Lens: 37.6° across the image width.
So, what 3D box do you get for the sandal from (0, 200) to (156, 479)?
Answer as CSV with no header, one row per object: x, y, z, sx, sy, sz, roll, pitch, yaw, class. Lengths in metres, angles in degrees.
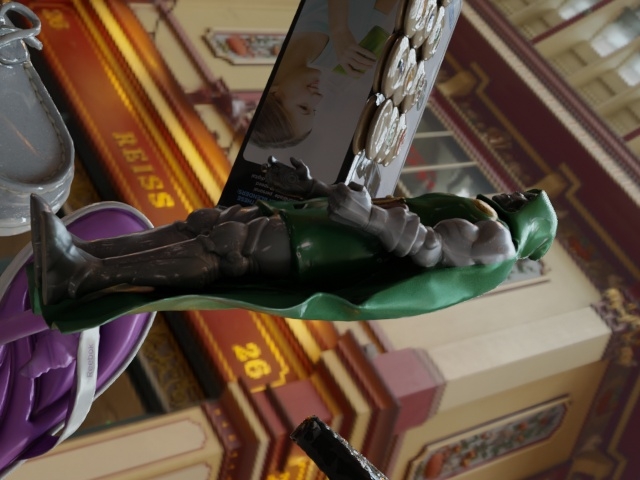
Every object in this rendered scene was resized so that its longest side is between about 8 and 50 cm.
-0.299,0.145,0.964,0.416,0.169,0.102,-52,-154,-11,sandal

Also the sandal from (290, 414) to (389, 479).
0.103,0.315,0.669,0.446,0.107,0.167,54,-8,-16,sandal

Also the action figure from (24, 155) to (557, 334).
0.000,0.000,0.398,0.137,0.232,0.064,-152,-119,-64,action figure

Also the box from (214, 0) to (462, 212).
0.026,-0.116,0.753,0.087,0.169,0.290,18,-104,14,box

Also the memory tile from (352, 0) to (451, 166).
0.057,-0.117,0.574,0.012,0.113,0.148,20,-86,13,memory tile

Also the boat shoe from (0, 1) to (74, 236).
-0.245,-0.145,0.521,0.103,0.118,0.320,-26,-80,43,boat shoe
